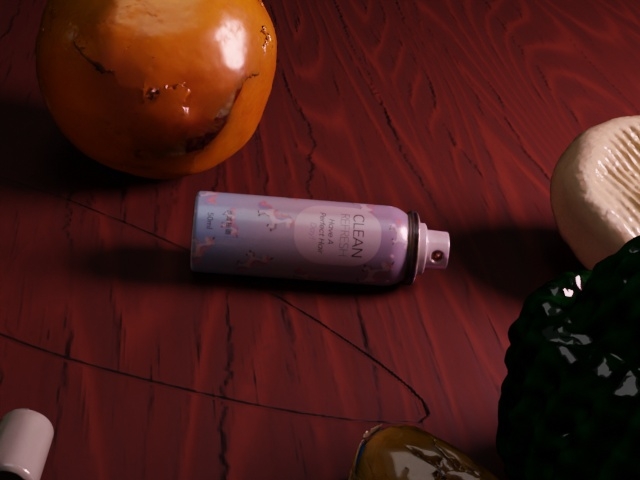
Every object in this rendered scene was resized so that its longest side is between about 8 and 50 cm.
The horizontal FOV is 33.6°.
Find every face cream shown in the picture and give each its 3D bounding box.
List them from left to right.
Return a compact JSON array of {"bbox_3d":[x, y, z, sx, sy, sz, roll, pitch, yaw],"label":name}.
[{"bbox_3d":[0.000,0.000,0.954,0.229,0.075,0.075,4,30,-4],"label":"face cream"}]

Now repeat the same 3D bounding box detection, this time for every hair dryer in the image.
[{"bbox_3d":[-0.243,0.144,0.699,0.124,0.038,0.063,-2,28,0],"label":"hair dryer"}]

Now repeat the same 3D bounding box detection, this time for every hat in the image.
[{"bbox_3d":[0.265,0.042,0.675,0.274,0.332,0.242,-18,40,-41],"label":"hat"}]

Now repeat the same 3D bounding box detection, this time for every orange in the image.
[{"bbox_3d":[-0.163,-0.185,1.076,0.246,0.246,0.246,5,29,-3],"label":"orange"}]

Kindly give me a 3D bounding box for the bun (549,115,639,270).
[{"bbox_3d":[0.323,-0.020,1.020,0.222,0.127,0.222,6,58,-11],"label":"bun"}]

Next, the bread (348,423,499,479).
[{"bbox_3d":[0.072,0.163,0.706,0.106,0.053,0.072,31,41,28],"label":"bread"}]
